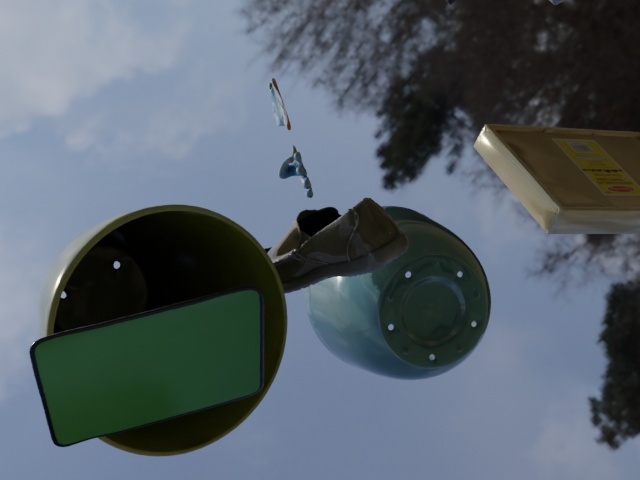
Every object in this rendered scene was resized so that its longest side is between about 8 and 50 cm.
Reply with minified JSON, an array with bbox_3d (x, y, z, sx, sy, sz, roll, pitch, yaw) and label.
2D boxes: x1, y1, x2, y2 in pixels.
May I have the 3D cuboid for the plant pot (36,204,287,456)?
[{"bbox_3d":[-0.227,0.082,1.300,0.275,0.275,0.293,25,174,-29],"label":"plant pot"}]

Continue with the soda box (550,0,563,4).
[{"bbox_3d":[0.246,-0.286,0.726,0.098,0.286,0.091,50,-166,-39],"label":"soda box"}]

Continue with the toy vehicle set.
[{"bbox_3d":[0.335,-0.074,1.319,0.267,0.035,0.166,0,-139,-32],"label":"toy vehicle set"}]

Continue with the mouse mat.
[{"bbox_3d":[-0.137,0.106,0.902,0.190,0.152,0.007,-13,-131,-15],"label":"mouse mat"}]

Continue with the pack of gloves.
[{"bbox_3d":[-0.064,-0.160,1.765,0.232,0.046,0.195,-117,7,-82],"label":"pack of gloves"}]

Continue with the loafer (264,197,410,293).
[{"bbox_3d":[0.000,0.000,1.304,0.094,0.251,0.087,-33,-78,-44],"label":"loafer"}]

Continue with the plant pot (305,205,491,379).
[{"bbox_3d":[0.145,0.096,1.789,0.293,0.293,0.235,31,177,-16],"label":"plant pot"}]

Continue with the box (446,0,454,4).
[{"bbox_3d":[0.118,-0.424,1.023,0.295,0.293,0.073,45,-137,-4],"label":"box"}]
